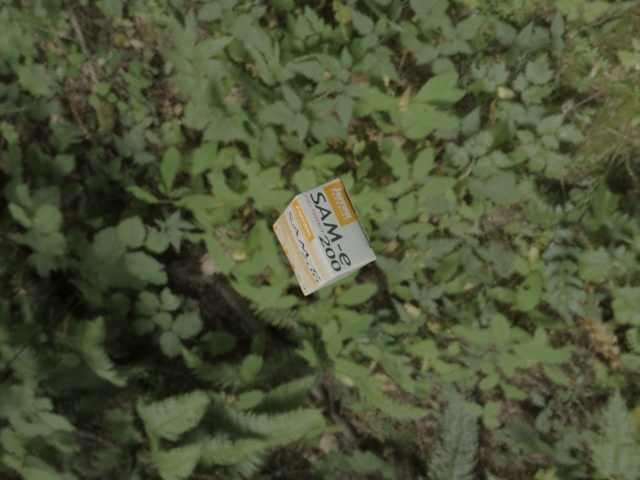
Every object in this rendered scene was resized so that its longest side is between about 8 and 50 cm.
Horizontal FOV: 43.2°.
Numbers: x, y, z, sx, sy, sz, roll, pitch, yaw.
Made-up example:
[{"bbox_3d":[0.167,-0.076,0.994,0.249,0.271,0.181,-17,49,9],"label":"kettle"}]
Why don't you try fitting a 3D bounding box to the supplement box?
[{"bbox_3d":[0.000,0.000,0.582,0.062,0.036,0.098,65,164,6],"label":"supplement box"}]
